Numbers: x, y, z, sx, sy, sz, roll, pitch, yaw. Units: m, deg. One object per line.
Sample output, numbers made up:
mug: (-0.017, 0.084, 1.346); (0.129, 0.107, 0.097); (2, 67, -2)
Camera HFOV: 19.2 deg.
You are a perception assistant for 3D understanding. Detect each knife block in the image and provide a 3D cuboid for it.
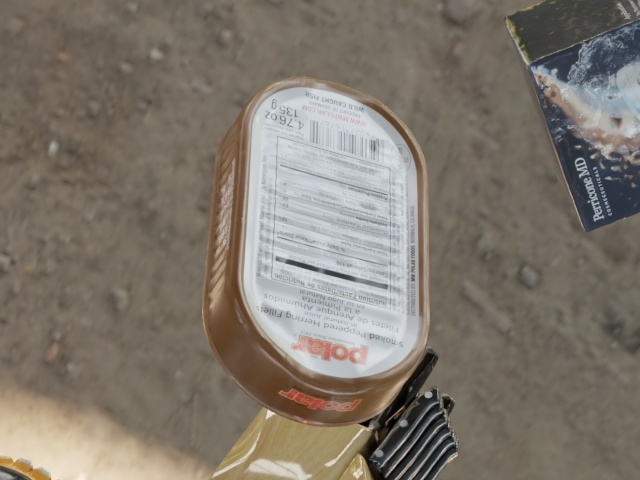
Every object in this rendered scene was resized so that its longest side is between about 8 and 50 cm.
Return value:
knife block: (-0.024, 0.181, 1.446); (0.276, 0.088, 0.242); (-18, 45, 4)

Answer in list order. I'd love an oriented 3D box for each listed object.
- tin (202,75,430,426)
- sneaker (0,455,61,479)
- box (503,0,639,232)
tin: (0.000, 0.000, 0.907); (0.106, 0.040, 0.189); (12, 52, -14)
sneaker: (-0.178, 0.227, 1.314); (0.215, 0.084, 0.083); (33, 70, 22)
box: (0.239, -0.113, 1.410); (0.158, 0.156, 0.093); (-21, 30, 5)
